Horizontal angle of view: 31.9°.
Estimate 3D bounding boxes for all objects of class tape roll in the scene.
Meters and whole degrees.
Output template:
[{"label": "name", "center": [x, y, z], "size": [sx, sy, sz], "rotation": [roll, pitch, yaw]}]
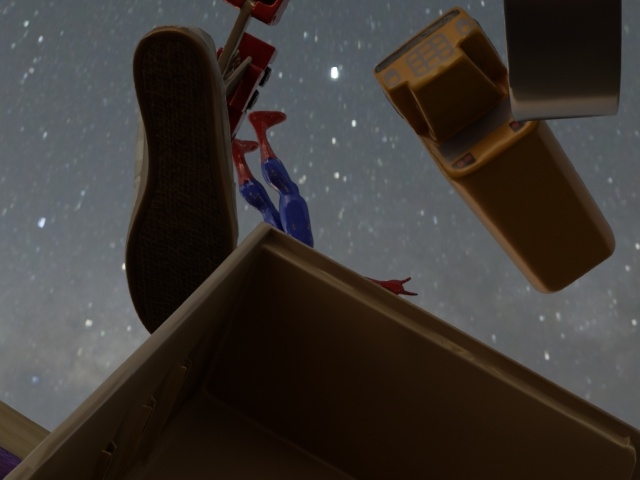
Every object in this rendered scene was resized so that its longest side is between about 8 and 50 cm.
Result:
[{"label": "tape roll", "center": [0.162, -0.192, 0.760], "size": [0.072, 0.219, 0.219], "rotation": [-2, -52, 12]}]

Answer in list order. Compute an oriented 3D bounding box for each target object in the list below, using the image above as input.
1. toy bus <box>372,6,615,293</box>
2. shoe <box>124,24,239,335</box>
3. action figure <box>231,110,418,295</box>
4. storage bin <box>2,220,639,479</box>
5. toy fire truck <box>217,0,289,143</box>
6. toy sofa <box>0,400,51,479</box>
[{"label": "toy bus", "center": [0.179, -0.078, 1.104], "size": [0.108, 0.130, 0.332], "rotation": [-34, -39, 10]}, {"label": "shoe", "center": [-0.089, -0.036, 0.750], "size": [0.076, 0.058, 0.219], "rotation": [5, -72, 5]}, {"label": "action figure", "center": [0.000, 0.000, 1.206], "size": [0.139, 0.280, 0.091], "rotation": [2, -30, -37]}, {"label": "storage bin", "center": [0.018, 0.146, 0.517], "size": [0.260, 0.262, 0.123], "rotation": [28, -62, 6]}, {"label": "toy fire truck", "center": [-0.080, -0.141, 0.973], "size": [0.047, 0.135, 0.192], "rotation": [28, -86, 2]}, {"label": "toy sofa", "center": [-0.244, 0.154, 0.614], "size": [0.362, 0.177, 0.150], "rotation": [33, -64, 1]}]
